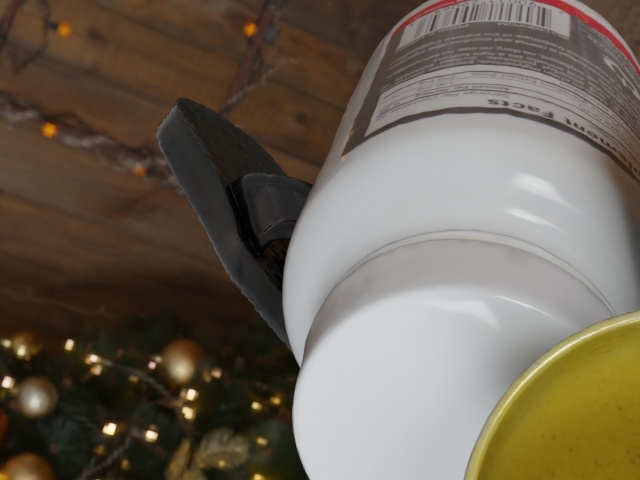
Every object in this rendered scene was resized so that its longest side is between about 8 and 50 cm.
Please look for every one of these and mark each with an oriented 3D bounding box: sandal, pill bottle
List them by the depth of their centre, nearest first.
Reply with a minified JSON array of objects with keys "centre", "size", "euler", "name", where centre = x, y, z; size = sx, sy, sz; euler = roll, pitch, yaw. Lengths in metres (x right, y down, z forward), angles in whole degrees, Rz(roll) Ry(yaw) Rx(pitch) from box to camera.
[{"centre":[0.079,0.001,0.592],"size":[0.176,0.176,0.318],"euler":[-56,6,29],"name":"pill bottle"},{"centre":[-0.002,-0.002,0.962],"size":[0.107,0.167,0.446],"euler":[-50,48,14],"name":"sandal"}]

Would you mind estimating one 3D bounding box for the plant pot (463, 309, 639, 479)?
[{"centre":[0.114,0.100,0.377],"size":[0.095,0.134,0.134],"euler":[64,-147,-61],"name":"plant pot"}]
